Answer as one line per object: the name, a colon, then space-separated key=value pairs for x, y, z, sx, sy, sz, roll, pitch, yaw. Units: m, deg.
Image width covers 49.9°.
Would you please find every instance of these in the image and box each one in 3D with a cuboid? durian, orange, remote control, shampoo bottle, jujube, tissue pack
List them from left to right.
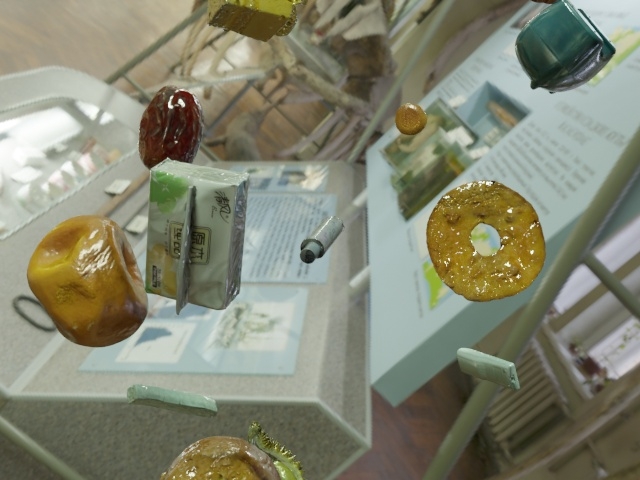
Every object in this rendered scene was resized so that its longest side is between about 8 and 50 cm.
orange: x=-0.428 y=0.084 z=1.270 sx=0.249 sy=0.183 sz=0.249 roll=160 pitch=-90 yaw=-84
jujube: x=-0.402 y=-0.299 z=1.875 sx=0.183 sy=0.183 sz=0.243 roll=23 pitch=63 yaw=-55
tissue pack: x=-0.219 y=-0.003 z=1.162 sx=0.159 sy=0.229 sz=0.145 roll=12 pitch=20 yaw=10
durian: x=-0.141 y=0.597 z=1.744 sx=0.166 sy=0.172 sz=0.306 roll=-12 pitch=95 yaw=-51
shampoo bottle: x=0.000 y=0.000 z=1.893 sx=0.072 sy=0.072 sz=0.214 roll=45 pitch=31 yaw=-3
remote control: x=0.351 y=0.272 z=1.454 sx=0.162 sy=0.029 sz=0.061 roll=8 pitch=-60 yaw=62
tissue pack: x=0.639 y=-0.503 z=1.829 sx=0.198 sy=0.206 sz=0.287 roll=57 pitch=30 yaw=12

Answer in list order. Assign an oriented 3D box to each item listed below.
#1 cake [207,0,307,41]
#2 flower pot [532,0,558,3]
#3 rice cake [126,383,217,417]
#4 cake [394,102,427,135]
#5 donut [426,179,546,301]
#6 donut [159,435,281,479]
cake: x=-0.176 y=-0.732 z=2.033 sx=0.286 sy=0.223 sz=0.227 roll=5 pitch=-6 yaw=-23
flower pot: x=0.637 y=-0.757 z=1.888 sx=0.191 sy=0.190 sz=0.173 roll=54 pitch=-20 yaw=26
rice cake: x=-0.342 y=0.377 z=1.613 sx=0.245 sy=0.042 sz=0.045 roll=25 pitch=34 yaw=-42
cake: x=0.233 y=-0.311 z=1.772 sx=0.084 sy=0.084 sz=0.044 roll=48 pitch=8 yaw=6
donut: x=0.375 y=0.003 z=1.583 sx=0.277 sy=0.277 sz=0.108 roll=49 pitch=2 yaw=9
donut: x=-0.203 y=0.582 z=1.464 sx=0.317 sy=0.299 sz=0.150 roll=32 pitch=-10 yaw=-2
